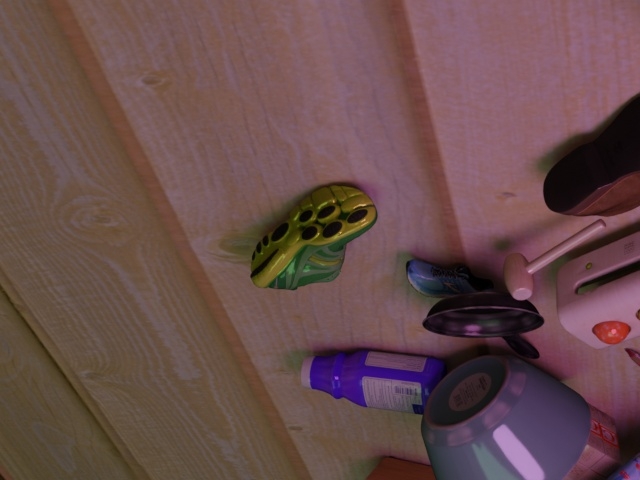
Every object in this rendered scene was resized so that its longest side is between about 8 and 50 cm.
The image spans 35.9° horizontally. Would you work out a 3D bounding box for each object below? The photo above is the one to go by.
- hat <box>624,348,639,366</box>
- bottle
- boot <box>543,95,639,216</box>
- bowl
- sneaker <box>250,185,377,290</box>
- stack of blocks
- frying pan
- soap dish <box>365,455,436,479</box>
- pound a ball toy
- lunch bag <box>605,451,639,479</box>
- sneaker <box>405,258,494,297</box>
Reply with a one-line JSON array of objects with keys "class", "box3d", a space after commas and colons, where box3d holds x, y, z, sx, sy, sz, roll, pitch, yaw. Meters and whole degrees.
[{"class": "hat", "box3d": [0.673, 0.266, 1.719, 0.173, 0.209, 0.183, -3, 94, 54]}, {"class": "bottle", "box3d": [0.104, 0.272, 1.926, 0.283, 0.092, 0.118, 4, 134, 19]}, {"class": "boot", "box3d": [0.457, -0.121, 1.361, 0.115, 0.112, 0.305, 14, 147, -35]}, {"class": "bowl", "box3d": [0.300, 0.321, 1.751, 0.312, 0.311, 0.163, -24, 115, 40]}, {"class": "sneaker", "box3d": [0.000, 0.000, 1.681, 0.124, 0.109, 0.296, 19, 144, -35]}, {"class": "stack of blocks", "box3d": [0.441, 0.440, 1.910, 0.087, 0.171, 0.297, 30, 121, -12]}, {"class": "frying pan", "box3d": [0.317, 0.138, 1.654, 0.326, 0.053, 0.197, 13, 157, -34]}, {"class": "soap dish", "box3d": [0.248, 0.600, 2.212, 0.291, 0.118, 0.228, 10, 139, 12]}, {"class": "pound a ball toy", "box3d": [0.457, 0.065, 1.485, 0.208, 0.135, 0.319, 29, 140, -31]}, {"class": "lunch bag", "box3d": [0.567, 0.488, 1.821, 0.138, 0.221, 0.293, 49, 180, 16]}, {"class": "sneaker", "box3d": [0.221, 0.061, 1.680, 0.162, 0.063, 0.073, 20, 131, -13]}]
